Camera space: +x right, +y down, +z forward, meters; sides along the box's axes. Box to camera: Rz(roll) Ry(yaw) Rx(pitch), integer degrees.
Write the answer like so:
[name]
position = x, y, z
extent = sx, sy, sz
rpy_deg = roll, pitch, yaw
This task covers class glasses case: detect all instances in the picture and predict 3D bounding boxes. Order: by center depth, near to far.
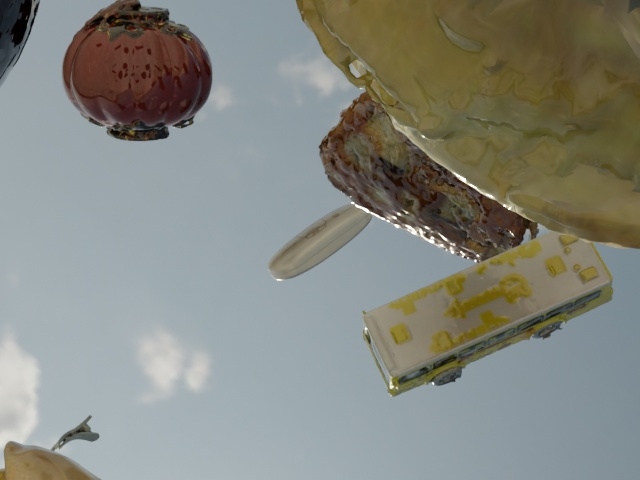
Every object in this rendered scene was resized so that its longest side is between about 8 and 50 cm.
[glasses case]
position = 0.000, 0.000, 1.837
extent = 0.193, 0.049, 0.074
rpy_deg = -35, -160, -21

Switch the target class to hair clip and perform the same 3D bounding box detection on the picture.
[hair clip]
position = -0.396, 0.321, 1.875
extent = 0.039, 0.115, 0.030
rpy_deg = 39, -67, 10

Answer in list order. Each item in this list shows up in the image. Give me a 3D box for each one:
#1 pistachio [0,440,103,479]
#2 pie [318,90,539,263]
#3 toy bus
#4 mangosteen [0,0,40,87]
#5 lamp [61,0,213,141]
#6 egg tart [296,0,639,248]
[pistachio]
position = -0.324, 0.398, 1.468
extent = 0.230, 0.309, 0.230
rpy_deg = -42, -168, 11
[pie]
position = 0.141, -0.090, 1.413
extent = 0.308, 0.308, 0.085
rpy_deg = 10, -137, 41
[toy bus]
position = 0.152, 0.066, 1.060
extent = 0.226, 0.074, 0.081
rpy_deg = -22, -113, -2
[mangosteen]
position = -0.286, -0.136, 0.619
extent = 0.300, 0.300, 0.300
rpy_deg = -20, -135, 21
[lamp]
position = -0.273, -0.257, 1.740
extent = 0.227, 0.227, 0.227
rpy_deg = -20, -135, 21
[egg tart]
position = 0.110, -0.115, 0.361
extent = 0.252, 0.098, 0.231
rpy_deg = -15, -113, -7
